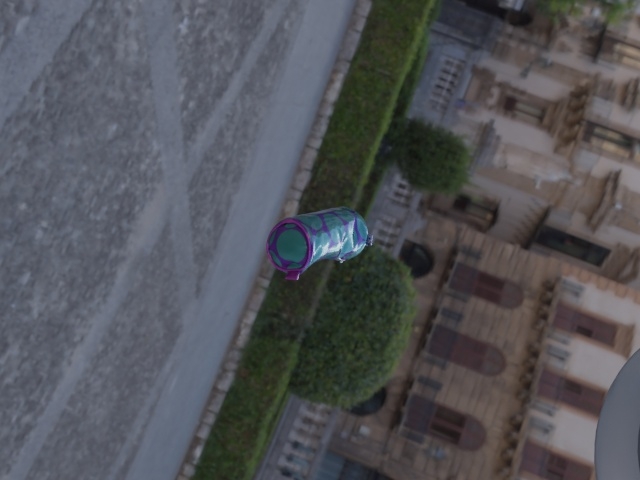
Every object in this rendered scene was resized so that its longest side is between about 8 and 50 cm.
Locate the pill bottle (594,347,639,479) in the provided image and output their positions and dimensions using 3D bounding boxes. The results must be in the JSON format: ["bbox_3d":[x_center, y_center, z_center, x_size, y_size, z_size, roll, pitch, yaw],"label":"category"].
[{"bbox_3d":[0.218,0.117,0.409,0.152,0.152,0.272,-68,157,-9],"label":"pill bottle"}]

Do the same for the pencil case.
[{"bbox_3d":[0.000,0.000,0.951,0.151,0.064,0.070,-12,103,-60],"label":"pencil case"}]
